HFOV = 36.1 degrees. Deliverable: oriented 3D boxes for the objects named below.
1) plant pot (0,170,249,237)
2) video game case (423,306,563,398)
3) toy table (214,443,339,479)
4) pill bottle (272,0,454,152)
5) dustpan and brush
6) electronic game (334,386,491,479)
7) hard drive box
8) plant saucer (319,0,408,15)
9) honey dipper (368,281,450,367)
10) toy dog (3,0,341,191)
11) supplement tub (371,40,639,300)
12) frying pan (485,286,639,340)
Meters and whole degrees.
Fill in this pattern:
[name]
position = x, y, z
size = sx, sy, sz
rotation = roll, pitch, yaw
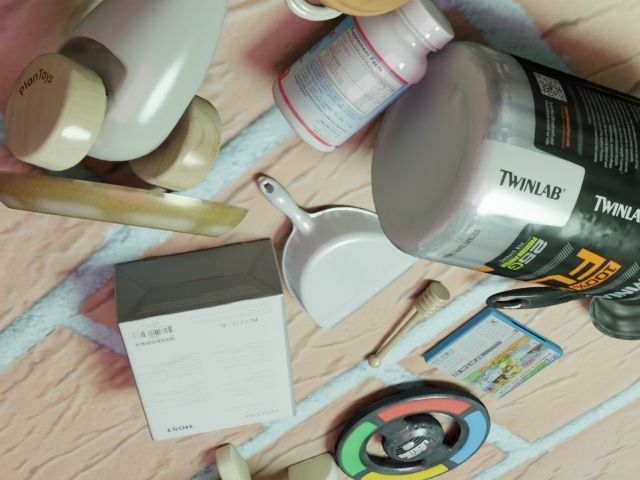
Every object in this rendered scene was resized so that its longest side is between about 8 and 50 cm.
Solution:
[plant pot]
position = -0.184, -0.030, 0.887
size = 0.236, 0.236, 0.033
rotation = 9, 89, -24
[video game case]
position = 0.235, 0.154, 1.324
size = 0.166, 0.015, 0.119
rotation = 29, 121, -36
[toy table]
position = -0.078, 0.416, 1.402
size = 0.274, 0.161, 0.252
rotation = -13, 137, -1
[pill bottle]
position = 0.039, -0.159, 0.893
size = 0.160, 0.087, 0.087
rotation = -38, 132, 22
[dustpan and brush]
position = 0.000, 0.000, 1.079
size = 0.147, 0.060, 0.211
rotation = -38, 140, 8
[electronic game]
position = 0.133, 0.285, 1.406
size = 0.229, 0.048, 0.229
rotation = -8, 137, -7
[hard drive box]
position = -0.128, 0.121, 1.135
size = 0.181, 0.089, 0.232
rotation = -9, 136, -6
[plant saucer]
position = 0.058, -0.267, 0.753
size = 0.200, 0.037, 0.200
rotation = -27, 134, -32
[honey dipper]
position = 0.105, 0.111, 1.236
size = 0.030, 0.031, 0.161
rotation = 16, 132, -29
[toy dog]
position = -0.130, -0.195, 0.765
size = 0.334, 0.161, 0.220
rotation = -51, 142, -7
[supplement tub]
position = 0.237, -0.056, 0.967
size = 0.337, 0.207, 0.207
rotation = 12, 131, -25
[frying pan]
position = 0.372, 0.074, 1.252
size = 0.326, 0.053, 0.197
rotation = -16, 137, 4
